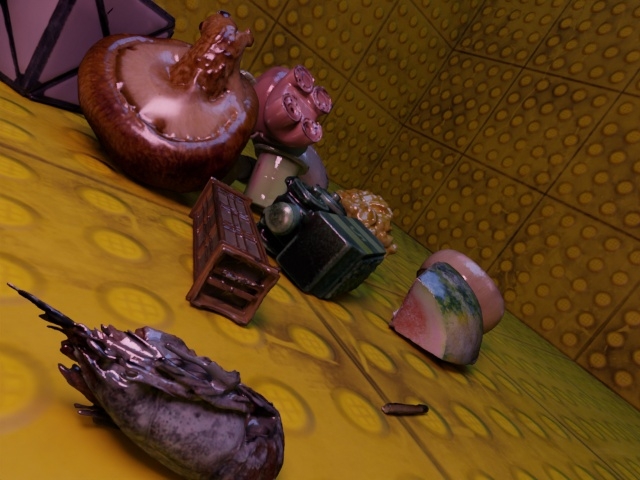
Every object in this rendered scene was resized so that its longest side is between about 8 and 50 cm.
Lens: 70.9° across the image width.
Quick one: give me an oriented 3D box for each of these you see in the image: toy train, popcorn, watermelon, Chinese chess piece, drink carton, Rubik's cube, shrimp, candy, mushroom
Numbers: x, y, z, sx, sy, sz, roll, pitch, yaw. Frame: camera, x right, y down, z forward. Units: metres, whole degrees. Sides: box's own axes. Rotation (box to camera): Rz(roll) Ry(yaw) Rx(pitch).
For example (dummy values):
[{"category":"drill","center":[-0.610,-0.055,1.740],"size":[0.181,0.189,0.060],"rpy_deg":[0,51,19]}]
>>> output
[{"category":"toy train","center":[0.000,0.000,0.921],"size":[0.238,0.167,0.299],"rpy_deg":[47,16,16]},{"category":"popcorn","center":[0.091,-0.025,1.187],"size":[0.235,0.217,0.181],"rpy_deg":[41,39,7]},{"category":"watermelon","center":[0.269,0.166,1.011],"size":[0.305,0.180,0.224],"rpy_deg":[18,63,-65]},{"category":"Chinese chess piece","center":[0.371,0.142,1.208],"size":[0.250,0.103,0.250],"rpy_deg":[51,-12,15]},{"category":"drink carton","center":[-0.122,-0.144,1.126],"size":[0.146,0.142,0.144],"rpy_deg":[22,-6,-4]},{"category":"Rubik's cube","center":[-0.563,-0.486,0.991],"size":[0.307,0.310,0.305],"rpy_deg":[37,12,10]},{"category":"shrimp","center":[-0.110,0.100,0.310],"size":[0.233,0.090,0.079],"rpy_deg":[44,27,-20]},{"category":"candy","center":[-0.095,-0.230,1.457],"size":[0.295,0.185,0.295],"rpy_deg":[55,-8,11]},{"category":"mushroom","center":[-0.268,-0.273,0.838],"size":[0.345,0.259,0.345],"rpy_deg":[16,52,-22]}]

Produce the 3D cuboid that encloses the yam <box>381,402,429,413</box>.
[{"category":"yam","center":[0.119,0.228,0.610],"size":[0.107,0.014,0.014],"rpy_deg":[22,16,-44]}]

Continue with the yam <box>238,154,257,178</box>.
[{"category":"yam","center":[-0.239,-0.229,1.414],"size":[0.084,0.084,0.127],"rpy_deg":[34,7,2]}]

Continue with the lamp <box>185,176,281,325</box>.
[{"category":"lamp","center":[-0.141,-0.003,0.679],"size":[0.089,0.090,0.325],"rpy_deg":[29,13,-25]}]

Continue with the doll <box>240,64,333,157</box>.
[{"category":"doll","center":[-0.120,-0.300,1.085],"size":[0.284,0.268,0.216],"rpy_deg":[43,48,-32]}]

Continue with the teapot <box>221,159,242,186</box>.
[{"category":"teapot","center":[-0.298,-0.235,1.063],"size":[0.251,0.183,0.183],"rpy_deg":[48,15,17]}]
